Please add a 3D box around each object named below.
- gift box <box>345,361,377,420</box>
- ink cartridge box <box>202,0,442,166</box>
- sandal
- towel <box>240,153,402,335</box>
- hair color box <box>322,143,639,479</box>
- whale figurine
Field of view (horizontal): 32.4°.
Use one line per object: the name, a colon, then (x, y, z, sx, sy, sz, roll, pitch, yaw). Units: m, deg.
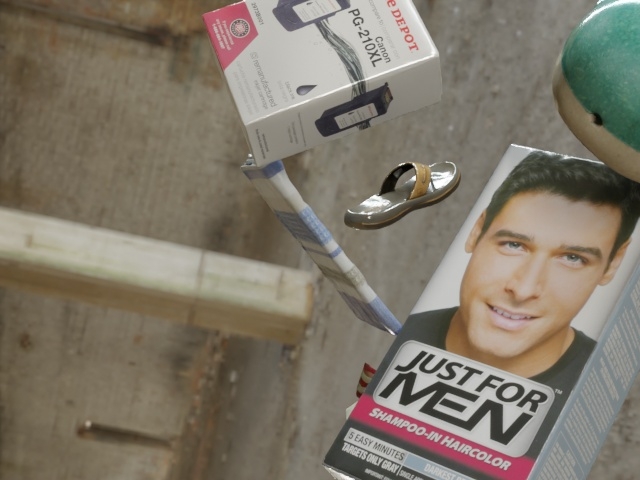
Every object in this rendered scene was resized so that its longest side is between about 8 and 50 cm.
gift box: (0.190, 0.276, 1.532, 0.255, 0.276, 0.258, -32, 18, 9)
ink cartridge box: (0.004, -0.213, 1.293, 0.100, 0.237, 0.172, 78, 171, -62)
sandal: (0.116, -0.076, 1.555, 0.090, 0.219, 0.060, 12, 120, 51)
towel: (0.000, 0.000, 1.447, 0.034, 0.285, 0.209, -39, 9, -6)
hair color box: (0.184, 0.099, 1.013, 0.374, 0.185, 0.114, -57, -41, -21)
whale figurine: (0.333, -0.159, 0.973, 0.216, 0.272, 0.141, 50, 144, 22)
